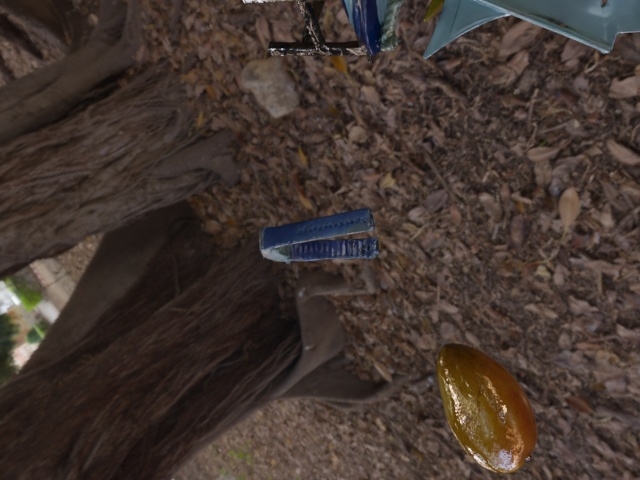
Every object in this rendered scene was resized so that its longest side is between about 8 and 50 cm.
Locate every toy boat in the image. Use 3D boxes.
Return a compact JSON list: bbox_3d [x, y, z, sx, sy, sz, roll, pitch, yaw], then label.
[{"bbox_3d":[0.134,-0.237,0.500,0.291,0.067,0.220,38,124,32],"label":"toy boat"}]

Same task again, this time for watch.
[{"bbox_3d":[-0.008,-0.003,1.341,0.276,0.274,0.068,60,-150,-73],"label":"watch"}]

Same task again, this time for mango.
[{"bbox_3d":[0.258,0.263,0.954,0.145,0.112,0.219,-34,84,49],"label":"mango"}]

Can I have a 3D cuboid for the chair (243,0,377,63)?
[{"bbox_3d":[0.106,-0.461,1.066,0.416,0.240,0.203,12,165,17],"label":"chair"}]
